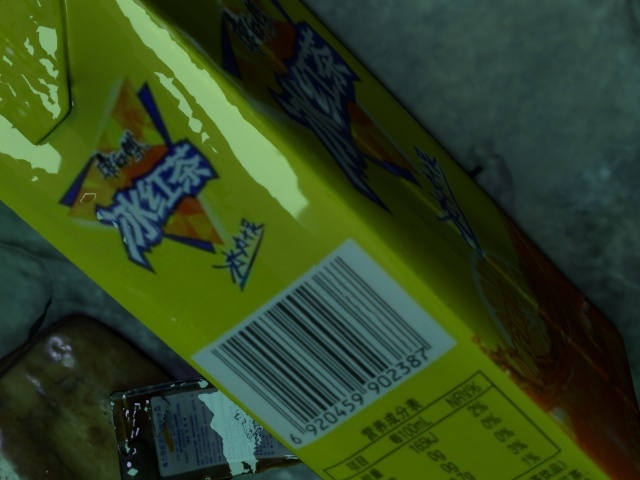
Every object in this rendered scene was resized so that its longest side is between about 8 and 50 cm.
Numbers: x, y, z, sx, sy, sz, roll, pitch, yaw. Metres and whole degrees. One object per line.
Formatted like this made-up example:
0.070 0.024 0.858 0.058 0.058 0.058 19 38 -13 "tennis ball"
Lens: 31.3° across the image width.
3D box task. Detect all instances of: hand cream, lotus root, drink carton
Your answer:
-0.032 0.101 0.637 0.163 0.039 0.062 -7 96 -1 "hand cream"
-0.151 0.129 0.652 0.159 0.095 0.135 -27 110 14 "lotus root"
0.000 0.000 0.520 0.111 0.154 0.351 -39 109 24 "drink carton"
